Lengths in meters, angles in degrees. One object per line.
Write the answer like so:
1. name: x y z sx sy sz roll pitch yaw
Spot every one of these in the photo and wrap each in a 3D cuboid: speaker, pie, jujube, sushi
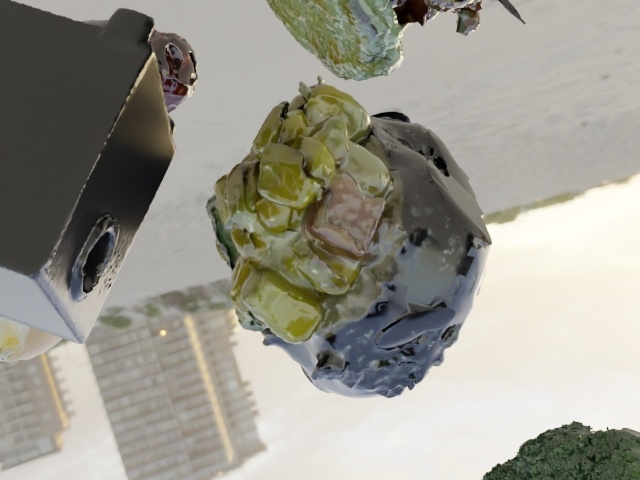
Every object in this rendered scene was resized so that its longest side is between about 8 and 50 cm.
1. speaker: -0.272 -0.078 0.777 0.232 0.254 0.184 19 156 6
2. pie: -0.010 -0.242 0.637 0.105 0.274 0.257 -34 -171 -22
3. jujube: -0.265 -0.212 1.143 0.236 0.168 0.168 -4 -169 32
4. sushi: 0.000 0.000 1.036 0.285 0.328 0.329 18 127 -29

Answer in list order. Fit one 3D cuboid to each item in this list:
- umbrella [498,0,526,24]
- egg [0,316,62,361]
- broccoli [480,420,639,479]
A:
1. umbrella: 0.241 -0.338 1.208 0.013 0.122 0.022 -36 157 -6
2. egg: -0.343 0.014 0.993 0.201 0.201 0.244 -13 -145 31
3. broccoli: 0.250 0.289 0.753 0.270 0.270 0.270 16 169 -27
